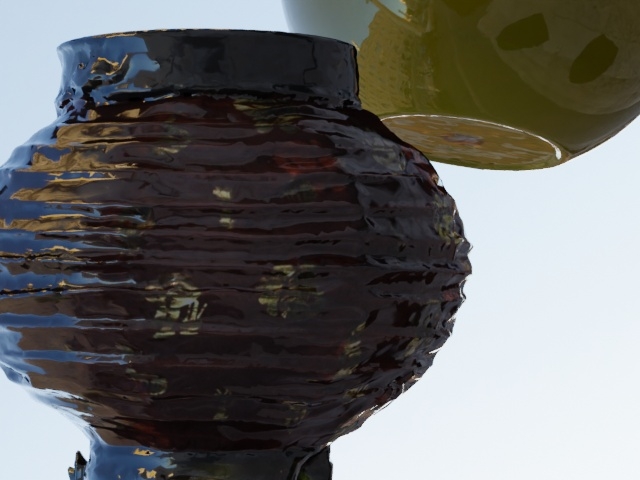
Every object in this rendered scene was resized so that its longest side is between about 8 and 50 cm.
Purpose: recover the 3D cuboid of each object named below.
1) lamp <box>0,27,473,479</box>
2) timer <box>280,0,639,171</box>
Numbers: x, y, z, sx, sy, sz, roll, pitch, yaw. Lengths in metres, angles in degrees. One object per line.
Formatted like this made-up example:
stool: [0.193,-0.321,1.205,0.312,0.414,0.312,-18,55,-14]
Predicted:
lamp: [-0.049,0.019,0.832,0.247,0.247,0.247,-41,-26,-25]
timer: [0.141,-0.259,1.416,0.376,0.376,0.387,27,-112,-66]
